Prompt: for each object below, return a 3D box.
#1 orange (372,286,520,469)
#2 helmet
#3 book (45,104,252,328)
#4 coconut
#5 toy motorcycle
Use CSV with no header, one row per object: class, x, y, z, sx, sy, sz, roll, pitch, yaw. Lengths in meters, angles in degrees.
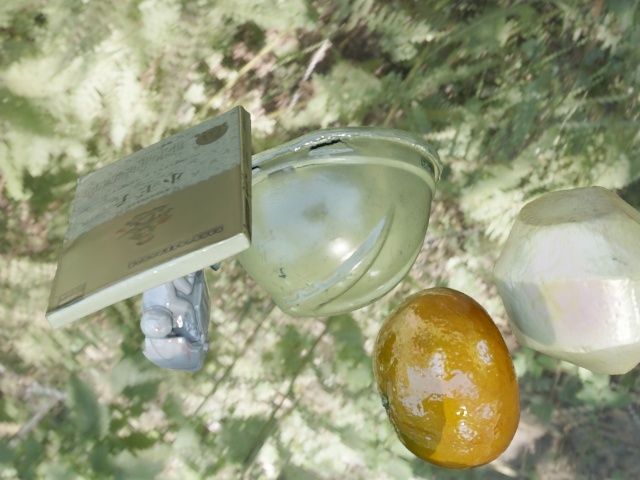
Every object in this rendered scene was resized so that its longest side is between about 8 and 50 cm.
orange,0.158,0.180,1.641,0.171,0.240,0.240,-16,113,-4
helmet,-0.003,0.004,1.204,0.258,0.137,0.204,-19,150,29
book,-0.110,-0.022,0.849,0.139,0.198,0.016,-23,118,9
coconut,0.358,0.061,1.652,0.259,0.259,0.259,10,120,18
toy motorcycle,-0.207,0.083,1.770,0.110,0.171,0.260,-3,116,14
